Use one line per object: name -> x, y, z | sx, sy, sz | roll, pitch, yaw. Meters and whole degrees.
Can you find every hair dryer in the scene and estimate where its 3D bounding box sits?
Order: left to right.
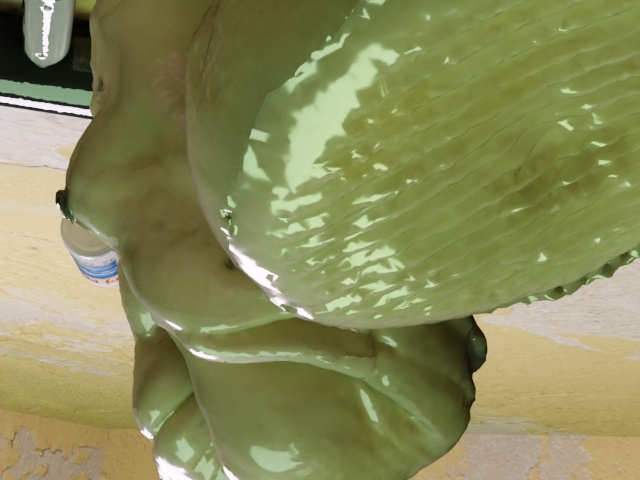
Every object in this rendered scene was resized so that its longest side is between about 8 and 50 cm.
hair dryer -> -0.159, -0.129, 0.883 | 0.100, 0.057, 0.197 | 8, 159, -11

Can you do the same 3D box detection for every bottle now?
bottle -> -0.204, 0.011, 1.490 | 0.060, 0.060, 0.217 | 5, 168, 0

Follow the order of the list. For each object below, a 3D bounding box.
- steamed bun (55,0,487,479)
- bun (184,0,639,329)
steamed bun -> 0.000, 0.000, 0.848 | 0.206, 0.275, 0.320 | -4, 126, 11
bun -> 0.072, -0.086, 0.630 | 0.287, 0.146, 0.287 | -18, 146, -13
